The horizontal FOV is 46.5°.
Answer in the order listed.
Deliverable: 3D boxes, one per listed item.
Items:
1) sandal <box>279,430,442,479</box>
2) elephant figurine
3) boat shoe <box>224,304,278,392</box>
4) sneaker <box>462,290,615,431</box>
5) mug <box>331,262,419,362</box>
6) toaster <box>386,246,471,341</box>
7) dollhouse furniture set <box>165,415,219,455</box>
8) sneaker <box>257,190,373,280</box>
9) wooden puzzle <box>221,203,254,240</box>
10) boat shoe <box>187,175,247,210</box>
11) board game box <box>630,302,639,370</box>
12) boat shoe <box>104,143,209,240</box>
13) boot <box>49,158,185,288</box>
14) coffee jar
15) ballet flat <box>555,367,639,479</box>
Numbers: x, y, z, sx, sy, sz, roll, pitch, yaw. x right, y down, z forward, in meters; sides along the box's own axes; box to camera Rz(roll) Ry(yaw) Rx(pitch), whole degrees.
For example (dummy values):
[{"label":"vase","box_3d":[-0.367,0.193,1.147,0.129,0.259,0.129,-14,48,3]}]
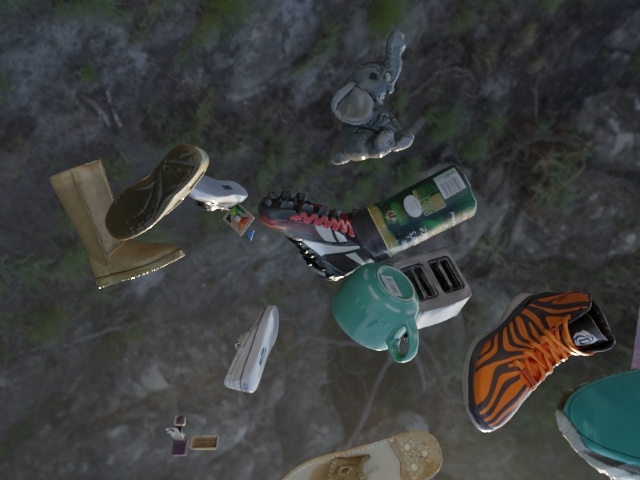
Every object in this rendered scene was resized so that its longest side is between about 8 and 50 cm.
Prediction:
[{"label":"sandal","box_3d":[0.046,0.262,0.808,0.240,0.088,0.079,-17,164,-29]},{"label":"elephant figurine","box_3d":[0.100,-0.303,1.602,0.186,0.169,0.239,-25,106,-19]},{"label":"boat shoe","box_3d":[-0.183,0.282,1.984,0.096,0.088,0.267,73,27,-50]},{"label":"sneaker","box_3d":[0.359,0.175,1.209,0.180,0.124,0.321,-18,-157,46]},{"label":"mug","box_3d":[0.108,0.108,1.224,0.097,0.158,0.129,-53,-177,33]},{"label":"toaster","box_3d":[0.248,0.119,1.778,0.168,0.185,0.110,-14,153,-23]},{"label":"dollhouse furniture set","box_3d":[-0.287,0.424,1.674,0.114,0.091,0.081,-4,141,10]},{"label":"sneaker","box_3d":[0.000,0.000,1.284,0.276,0.098,0.135,15,104,-39]},{"label":"wooden puzzle","box_3d":[-0.212,-0.057,1.904,0.014,0.116,0.078,-36,159,-58]},{"label":"boat shoe","box_3d":[-0.259,-0.104,1.770,0.076,0.080,0.228,-49,165,17]},{"label":"board game box","box_3d":[0.519,0.178,1.031,0.319,0.066,0.318,2,96,-46]},{"label":"boat shoe","box_3d":[-0.167,-0.048,0.778,0.135,0.050,0.045,-36,175,17]},{"label":"boot","box_3d":[-0.445,-0.048,1.622,0.236,0.269,0.089,-18,-173,14]},{"label":"coffee jar","box_3d":[0.138,-0.037,1.121,0.184,0.079,0.096,-26,164,3]},{"label":"ballet flat","box_3d":[0.463,0.212,0.815,0.409,0.147,0.147,-6,150,1]}]
